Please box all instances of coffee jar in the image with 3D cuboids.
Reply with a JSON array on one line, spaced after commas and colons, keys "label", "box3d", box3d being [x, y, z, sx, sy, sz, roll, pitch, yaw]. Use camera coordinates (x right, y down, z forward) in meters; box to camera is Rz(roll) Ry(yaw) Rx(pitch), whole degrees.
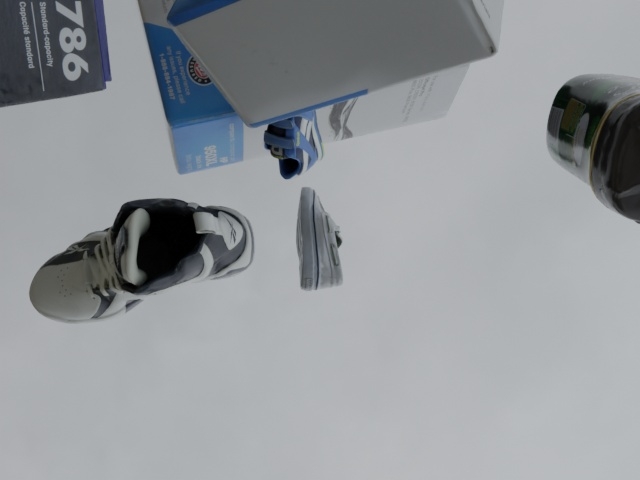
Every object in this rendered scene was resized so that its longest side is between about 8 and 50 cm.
[{"label": "coffee jar", "box3d": [0.214, -0.064, 0.563, 0.096, 0.184, 0.079, 7, -74, 1]}]

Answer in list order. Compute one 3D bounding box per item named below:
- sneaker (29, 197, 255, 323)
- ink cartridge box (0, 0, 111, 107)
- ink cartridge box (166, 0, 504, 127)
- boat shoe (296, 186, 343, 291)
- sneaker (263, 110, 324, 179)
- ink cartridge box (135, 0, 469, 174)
[{"label": "sneaker", "box3d": [-0.187, 0.016, 0.793, 0.234, 0.153, 0.094, -9, -102, 9]}, {"label": "ink cartridge box", "box3d": [-0.247, -0.173, 0.584, 0.065, 0.332, 0.166, 5, -71, 29]}, {"label": "ink cartridge box", "box3d": [0.023, -0.174, 0.464, 0.148, 0.086, 0.203, -13, -134, 31]}, {"label": "boat shoe", "box3d": [0.000, 0.000, 1.443, 0.083, 0.075, 0.226, 102, -11, -48]}, {"label": "sneaker", "box3d": [-0.037, -0.129, 0.990, 0.053, 0.144, 0.059, 27, -118, 37]}, {"label": "ink cartridge box", "box3d": [-0.035, -0.281, 1.144, 0.166, 0.394, 0.286, 104, -28, -70]}]
